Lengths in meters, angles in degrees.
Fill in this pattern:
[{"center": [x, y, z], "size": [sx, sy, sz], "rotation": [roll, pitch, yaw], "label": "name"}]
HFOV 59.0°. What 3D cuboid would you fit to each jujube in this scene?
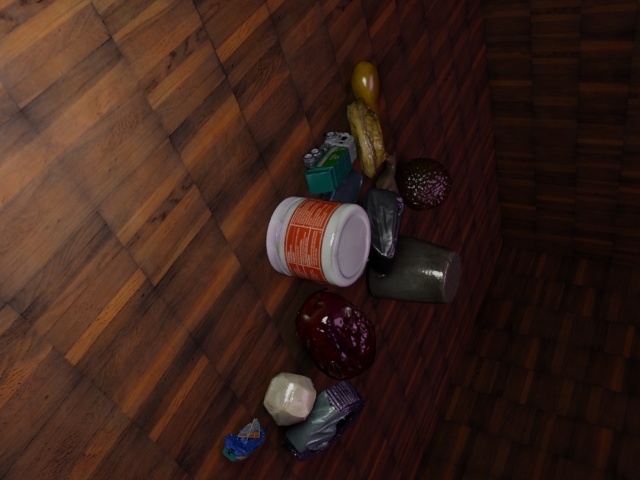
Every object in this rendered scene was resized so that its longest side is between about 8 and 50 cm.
[{"center": [0.054, 0.326, 1.937], "size": [0.377, 0.258, 0.258], "rotation": [46, 58, -40], "label": "jujube"}]

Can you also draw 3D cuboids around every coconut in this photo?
[{"center": [-0.098, 0.510, 1.805], "size": [0.161, 0.161, 0.162], "rotation": [44, 53, -55], "label": "coconut"}]

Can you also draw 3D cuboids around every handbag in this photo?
[{"center": [0.062, -0.151, 1.979], "size": [0.179, 0.062, 0.229], "rotation": [28, 75, -55], "label": "handbag"}, {"center": [0.200, -0.023, 2.092], "size": [0.302, 0.177, 0.275], "rotation": [78, 24, -75], "label": "handbag"}]

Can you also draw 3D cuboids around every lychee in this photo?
[{"center": [0.439, -0.236, 2.424], "size": [0.271, 0.235, 0.236], "rotation": [-39, 131, -48], "label": "lychee"}]

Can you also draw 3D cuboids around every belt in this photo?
[{"center": [0.018, 0.627, 1.956], "size": [0.260, 0.122, 0.325], "rotation": [9, 124, -54], "label": "belt"}]

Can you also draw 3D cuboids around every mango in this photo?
[{"center": [0.164, -0.518, 1.985], "size": [0.136, 0.099, 0.228], "rotation": [-92, 167, -53], "label": "mango"}]

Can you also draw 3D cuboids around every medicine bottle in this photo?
[{"center": [0.000, 0.000, 1.738], "size": [0.252, 0.240, 0.253], "rotation": [-27, 122, -54], "label": "medicine bottle"}]

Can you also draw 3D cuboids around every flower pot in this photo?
[{"center": [0.397, 0.132, 2.362], "size": [0.293, 0.330, 0.294], "rotation": [-26, 121, -52], "label": "flower pot"}]

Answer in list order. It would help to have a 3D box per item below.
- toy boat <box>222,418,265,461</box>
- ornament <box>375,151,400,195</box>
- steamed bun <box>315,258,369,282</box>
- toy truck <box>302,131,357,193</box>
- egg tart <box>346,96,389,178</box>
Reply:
[{"center": [-0.212, 0.585, 1.699], "size": [0.175, 0.091, 0.110], "rotation": [2, 113, -64], "label": "toy boat"}, {"center": [0.274, -0.223, 2.311], "size": [0.245, 0.061, 0.230], "rotation": [-59, 141, -36], "label": "ornament"}, {"center": [0.074, 0.073, 1.970], "size": [0.238, 0.152, 0.170], "rotation": [-12, 108, -61], "label": "steamed bun"}, {"center": [0.030, -0.252, 1.835], "size": [0.253, 0.124, 0.114], "rotation": [-52, 143, -37], "label": "toy truck"}, {"center": [0.167, -0.348, 1.935], "size": [0.291, 0.107, 0.291], "rotation": [-14, 90, -88], "label": "egg tart"}]
